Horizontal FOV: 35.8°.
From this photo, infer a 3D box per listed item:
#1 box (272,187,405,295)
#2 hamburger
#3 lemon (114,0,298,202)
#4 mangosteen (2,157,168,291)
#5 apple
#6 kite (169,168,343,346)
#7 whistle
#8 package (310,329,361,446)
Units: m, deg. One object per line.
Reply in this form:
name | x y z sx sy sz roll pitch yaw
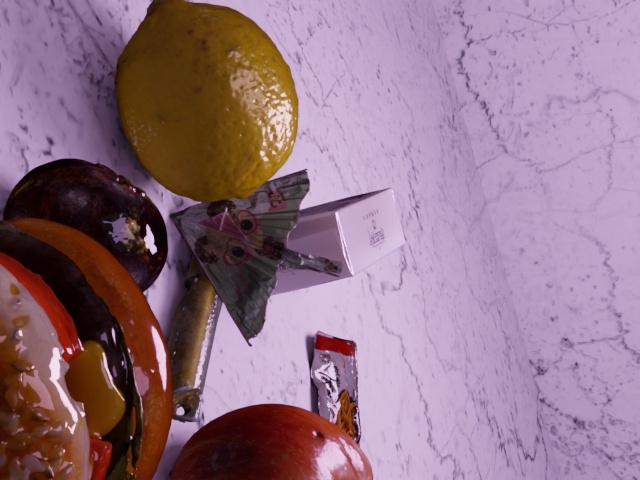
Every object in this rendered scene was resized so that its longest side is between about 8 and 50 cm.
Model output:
box | 0.001 0.002 1.677 0.274 0.203 0.116 -26 102 -65
hamburger | -0.303 0.141 0.831 0.250 0.330 0.329 1 78 -70
lemon | -0.159 -0.198 1.387 0.310 0.254 0.253 69 26 -17
mangosteen | -0.284 0.017 1.130 0.217 0.192 0.192 -57 144 -4
apple | -0.078 0.321 1.291 0.293 0.251 0.163 -76 153 -45
kite | -0.095 0.003 1.465 0.013 0.268 0.322 113 -3 -58
whistle | -0.176 0.116 1.408 0.057 0.068 0.326 104 -4 -48
package | 0.028 0.290 1.800 0.154 0.030 0.239 27 55 -57
